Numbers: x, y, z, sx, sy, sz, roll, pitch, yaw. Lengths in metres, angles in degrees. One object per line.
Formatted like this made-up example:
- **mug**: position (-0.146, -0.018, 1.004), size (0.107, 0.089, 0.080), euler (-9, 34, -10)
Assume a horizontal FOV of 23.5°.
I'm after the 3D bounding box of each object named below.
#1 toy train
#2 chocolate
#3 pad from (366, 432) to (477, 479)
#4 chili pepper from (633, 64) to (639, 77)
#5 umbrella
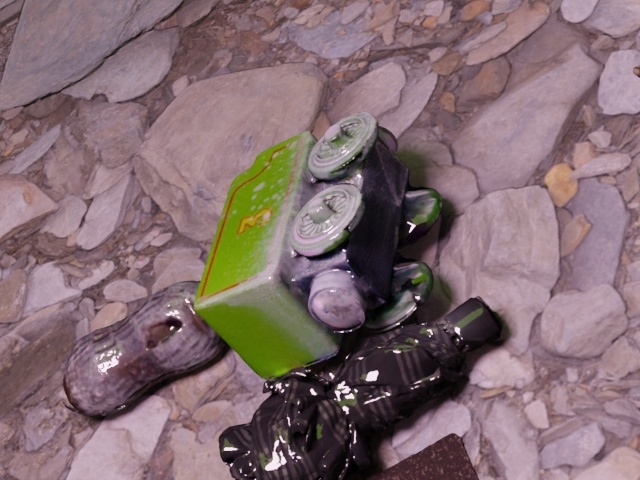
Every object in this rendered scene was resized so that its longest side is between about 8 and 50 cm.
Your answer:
- **toy train**: position (0.000, 0.000, 1.792), size (0.249, 0.173, 0.307), euler (-23, 34, 31)
- **chocolate**: position (-0.211, 0.131, 1.886), size (0.248, 0.110, 0.110), euler (-27, 44, 12)
- **pad**: position (0.096, 0.363, 1.548), size (0.220, 0.004, 0.330), euler (-30, 43, 9)
- **chili pepper**: position (0.514, -0.214, 1.661), size (0.338, 0.134, 0.131), euler (-16, 32, 17)
- **umbrella**: position (0.049, 0.175, 1.657), size (0.336, 0.128, 0.154), euler (-28, 38, 7)
